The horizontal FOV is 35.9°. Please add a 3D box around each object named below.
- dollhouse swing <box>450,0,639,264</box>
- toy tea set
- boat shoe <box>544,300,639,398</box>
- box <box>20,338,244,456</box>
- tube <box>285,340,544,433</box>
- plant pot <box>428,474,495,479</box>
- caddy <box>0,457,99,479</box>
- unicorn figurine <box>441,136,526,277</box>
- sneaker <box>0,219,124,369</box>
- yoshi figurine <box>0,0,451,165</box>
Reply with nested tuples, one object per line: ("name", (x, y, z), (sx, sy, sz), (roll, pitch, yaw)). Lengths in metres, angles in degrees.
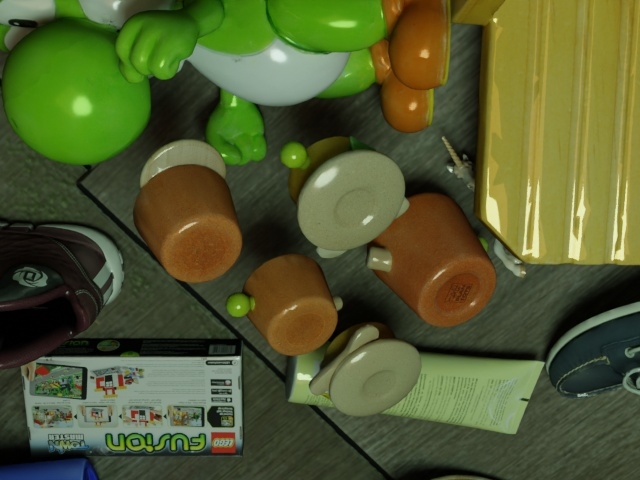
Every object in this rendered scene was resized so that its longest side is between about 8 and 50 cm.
("dollhouse swing", (0.284, -0.145, 0.693), (0.346, 0.315, 0.305), (1, 84, -7))
("toy tea set", (0.000, 0.000, 0.805), (0.200, 0.124, 0.336), (-43, 132, 9))
("boat shoe", (0.305, 0.098, 0.869), (0.095, 0.079, 0.254), (21, 143, -36))
("box", (-0.178, 0.152, 0.953), (0.206, 0.036, 0.114), (1, 112, -2))
("tube", (0.087, 0.138, 0.947), (0.240, 0.070, 0.062), (8, 72, -8))
("plant pot", (0.127, 0.405, 0.984), (0.237, 0.237, 0.254), (19, 126, -9))
("caddy", (-0.288, 0.366, 0.929), (0.179, 0.241, 0.342), (-8, 115, -5))
("unicorn figurine", (0.181, -0.027, 0.867), (0.161, 0.111, 0.060), (0, 143, -24))
("sneaker", (-0.317, 0.040, 0.835), (0.281, 0.162, 0.107), (0, 112, -2))
("yoshi figurine", (-0.087, -0.128, 0.761), (0.362, 0.203, 0.204), (3, 119, 0))
